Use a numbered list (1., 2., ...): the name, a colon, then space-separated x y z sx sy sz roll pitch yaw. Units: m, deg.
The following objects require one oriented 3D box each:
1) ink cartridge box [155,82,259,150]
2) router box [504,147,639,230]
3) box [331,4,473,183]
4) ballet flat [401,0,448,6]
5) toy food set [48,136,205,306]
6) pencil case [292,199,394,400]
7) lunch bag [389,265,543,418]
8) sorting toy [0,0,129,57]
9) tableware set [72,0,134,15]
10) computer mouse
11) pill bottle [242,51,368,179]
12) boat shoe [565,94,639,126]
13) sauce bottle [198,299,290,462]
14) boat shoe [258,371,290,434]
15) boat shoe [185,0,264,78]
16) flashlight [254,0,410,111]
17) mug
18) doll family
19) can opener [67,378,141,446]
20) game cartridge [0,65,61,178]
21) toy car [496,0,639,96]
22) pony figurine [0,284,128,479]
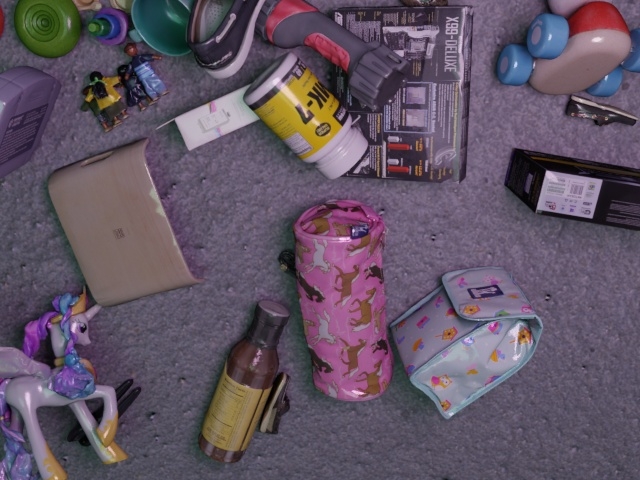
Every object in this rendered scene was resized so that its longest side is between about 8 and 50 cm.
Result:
1. ink cartridge box: -0.194 -0.226 1.368 0.198 0.115 0.067 -22 103 8
2. router box: 0.512 -0.087 1.326 0.309 0.243 0.080 9 106 -1
3. box: 0.143 -0.263 1.329 0.243 0.076 0.307 5 107 21
4. ballet flat: 0.126 -0.480 1.317 0.250 0.058 0.084 37 105 -9
5. toy food set: -0.377 -0.027 1.453 0.220 0.092 0.306 -15 104 17
6. pencil case: 0.050 0.122 1.415 0.167 0.160 0.385 12 121 32
7. lunch bag: 0.281 0.172 1.414 0.262 0.223 0.160 -41 109 11
8. sorting toy: -0.532 -0.388 1.311 0.366 0.126 0.127 5 107 6
9. tableware set: -0.397 -0.488 1.347 0.141 0.020 0.168 -3 105 2
10. computer mouse: 0.000 0.000 1.468 0.106 0.042 0.193 32 110 -3
11. pill bottle: -0.022 -0.211 1.276 0.119 0.119 0.208 -42 111 12
12. boat shoe: 0.527 -0.236 1.385 0.133 0.049 0.042 15 111 -1
13. sauce bottle: -0.150 0.287 1.517 0.112 0.111 0.344 22 104 -5
14. boat shoe: -0.088 0.345 1.563 0.049 0.056 0.152 18 115 -9
15. boat shoe: -0.152 -0.424 1.247 0.114 0.091 0.302 -4 67 22
16. flashlight: 0.008 -0.327 1.263 0.103 0.103 0.304 -36 62 -22
17. mug: -0.267 -0.411 1.317 0.158 0.097 0.129 16 138 13
18. doll family: -0.371 -0.289 1.379 0.193 0.076 0.111 -29 99 4
19. can opener: -0.453 0.371 1.575 0.186 0.073 0.059 -40 93 2
20. game cartridge: -0.539 -0.205 1.288 0.060 0.294 0.196 29 104 -10
21. toy car: 0.446 -0.396 1.297 0.219 0.210 0.237 4 77 -13
22. pony figurine: -0.567 0.291 1.447 0.351 0.303 0.363 -11 83 -20
